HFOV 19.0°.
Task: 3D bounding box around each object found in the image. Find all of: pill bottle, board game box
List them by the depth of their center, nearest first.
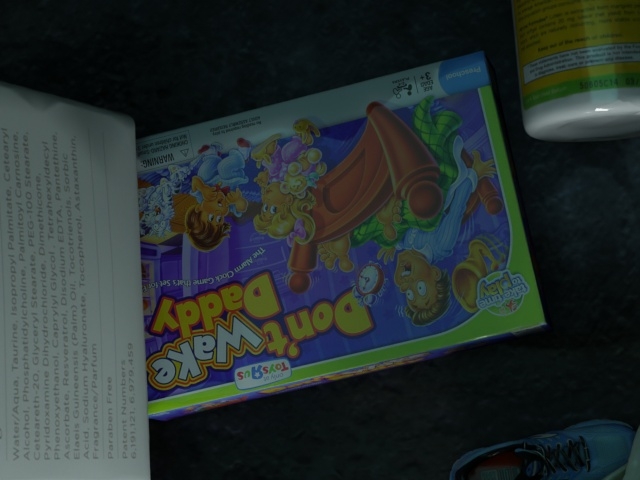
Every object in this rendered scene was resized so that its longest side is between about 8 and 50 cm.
[{"bbox_3d":[0.222,-0.212,1.562,0.136,0.136,0.246,-6,82,11],"label":"pill bottle"},{"bbox_3d":[0.000,0.000,1.611,0.347,0.078,0.233,-14,80,10],"label":"board game box"}]

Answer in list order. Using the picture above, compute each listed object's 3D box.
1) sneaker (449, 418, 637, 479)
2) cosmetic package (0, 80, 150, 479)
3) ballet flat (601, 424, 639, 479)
[{"bbox_3d":[0.182,0.186,1.551,0.162,0.073,0.063,-16,80,9],"label":"sneaker"},{"bbox_3d":[-0.373,0.051,1.482,0.329,0.393,0.327,-7,81,28],"label":"cosmetic package"},{"bbox_3d":[0.207,0.312,1.511,0.139,0.139,0.400,33,95,14],"label":"ballet flat"}]
